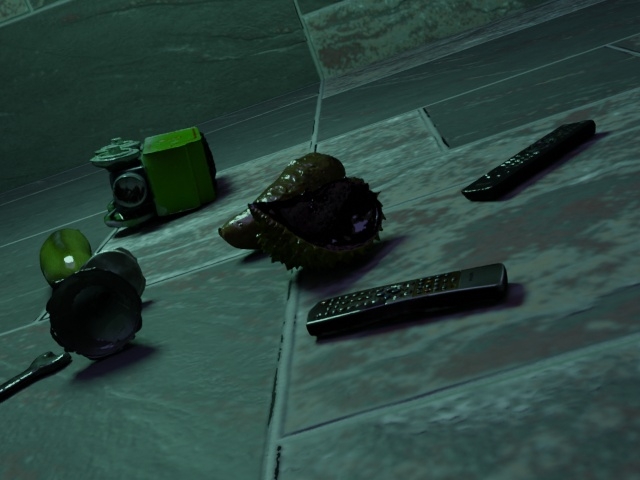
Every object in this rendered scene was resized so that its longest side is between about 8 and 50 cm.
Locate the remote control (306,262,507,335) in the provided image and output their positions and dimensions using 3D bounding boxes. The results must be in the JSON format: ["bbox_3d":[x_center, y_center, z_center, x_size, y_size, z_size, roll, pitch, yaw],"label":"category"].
[{"bbox_3d":[0.085,0.061,0.816,0.212,0.028,0.059,-14,22,21],"label":"remote control"}]

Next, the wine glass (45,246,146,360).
[{"bbox_3d":[-0.287,0.070,1.064,0.122,0.122,0.183,-21,16,-2],"label":"wine glass"}]

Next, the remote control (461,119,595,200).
[{"bbox_3d":[0.295,-0.115,1.119,0.245,0.025,0.063,-31,19,-30],"label":"remote control"}]

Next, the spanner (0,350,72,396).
[{"bbox_3d":[-0.420,0.202,0.971,0.254,0.015,0.054,-33,23,-35],"label":"spanner"}]

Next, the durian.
[{"bbox_3d":[-0.002,0.001,1.028,0.187,0.119,0.108,-18,-25,-34],"label":"durian"}]

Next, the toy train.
[{"bbox_3d":[-0.345,-0.137,1.686,0.249,0.173,0.307,-13,16,-7],"label":"toy train"}]

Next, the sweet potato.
[{"bbox_3d":[-0.027,-0.085,1.276,0.114,0.092,0.341,-28,8,38],"label":"sweet potato"}]

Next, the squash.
[{"bbox_3d":[-0.448,0.030,1.410,0.095,0.094,0.341,-24,20,-13],"label":"squash"}]
